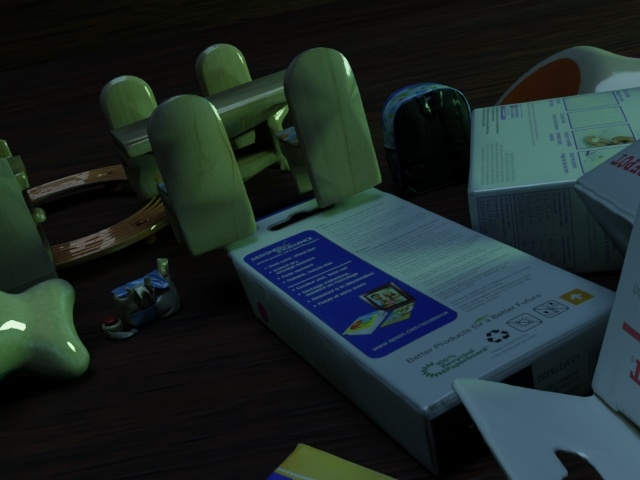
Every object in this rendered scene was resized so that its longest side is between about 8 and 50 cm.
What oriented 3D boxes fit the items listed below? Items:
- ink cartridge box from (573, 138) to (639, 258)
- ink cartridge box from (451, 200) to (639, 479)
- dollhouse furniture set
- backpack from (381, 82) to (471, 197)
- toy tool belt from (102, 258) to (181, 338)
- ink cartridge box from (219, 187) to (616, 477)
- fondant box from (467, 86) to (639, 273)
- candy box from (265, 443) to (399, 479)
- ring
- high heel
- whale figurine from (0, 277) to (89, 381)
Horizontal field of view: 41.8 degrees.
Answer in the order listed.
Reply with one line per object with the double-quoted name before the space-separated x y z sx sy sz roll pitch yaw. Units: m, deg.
"ink cartridge box" 0.340 -0.059 0.519 0.306 0.131 0.226 -36 6 12
"ink cartridge box" 0.249 0.061 0.314 0.353 0.119 0.207 8 13 -9
"dollhouse furniture set" -0.203 -0.141 0.878 0.394 0.257 0.362 -23 21 -15
"backpack" 0.121 -0.123 0.967 0.105 0.114 0.084 -16 24 -7
"toy tool belt" -0.176 0.053 0.800 0.083 0.051 0.052 -28 28 -31
"ink cartridge box" 0.056 0.042 0.695 0.175 0.069 0.371 -23 28 -21
"fondant box" 0.308 -0.068 0.780 0.330 0.096 0.238 -7 24 15
"candy box" 0.013 0.228 0.231 0.268 0.122 0.317 9 30 37
"ring" -0.315 -0.024 1.068 0.336 0.032 0.337 -11 24 5
"high heel" 0.386 -0.148 0.979 0.377 0.181 0.127 -8 56 46
"whale figurine" -0.342 0.099 0.705 0.271 0.141 0.216 -4 52 -31
